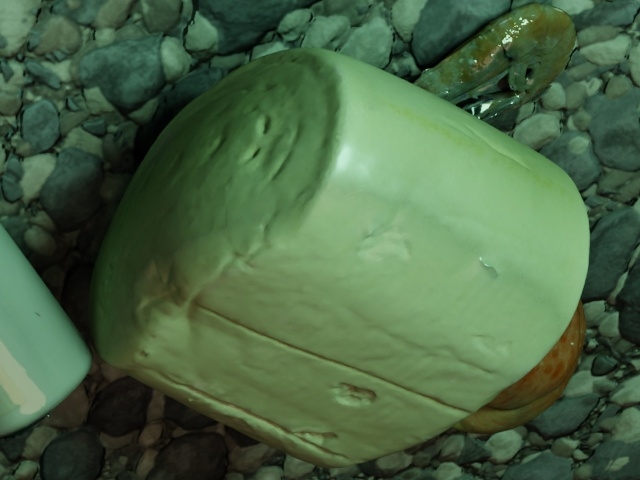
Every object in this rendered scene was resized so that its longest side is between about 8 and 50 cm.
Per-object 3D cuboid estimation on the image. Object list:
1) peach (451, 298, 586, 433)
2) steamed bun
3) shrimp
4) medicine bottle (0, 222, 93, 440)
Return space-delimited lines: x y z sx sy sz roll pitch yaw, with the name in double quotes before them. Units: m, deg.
"peach" 0.189 0.092 1.900 0.233 0.232 0.232 -9 127 -13
"steamed bun" 0.000 0.000 1.677 0.371 0.289 0.456 28 141 -27
"shrimp" 0.167 -0.161 1.794 0.223 0.047 0.126 -32 138 4
"medicine bottle" -0.343 0.053 1.669 0.143 0.143 0.258 -32 109 5
